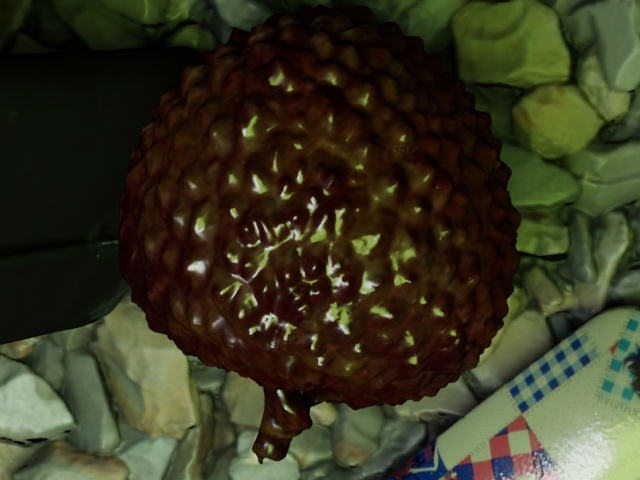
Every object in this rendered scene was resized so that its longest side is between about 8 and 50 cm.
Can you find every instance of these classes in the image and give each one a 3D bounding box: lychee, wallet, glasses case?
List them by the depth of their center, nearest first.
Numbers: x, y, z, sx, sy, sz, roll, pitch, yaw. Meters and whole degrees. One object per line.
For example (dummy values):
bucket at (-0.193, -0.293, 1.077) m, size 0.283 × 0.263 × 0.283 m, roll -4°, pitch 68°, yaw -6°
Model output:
wallet at (-0.224, -0.015, 1.111) m, size 0.062 × 0.406 × 0.228 m, roll 35°, pitch 112°, yaw 23°
lychee at (0.000, 0.000, 1.158) m, size 0.264 × 0.264 × 0.300 m, roll 10°, pitch 95°, yaw 1°
glasses case at (0.140, 0.175, 1.302) m, size 0.327 × 0.076 × 0.125 m, roll -40°, pitch 75°, yaw 17°
